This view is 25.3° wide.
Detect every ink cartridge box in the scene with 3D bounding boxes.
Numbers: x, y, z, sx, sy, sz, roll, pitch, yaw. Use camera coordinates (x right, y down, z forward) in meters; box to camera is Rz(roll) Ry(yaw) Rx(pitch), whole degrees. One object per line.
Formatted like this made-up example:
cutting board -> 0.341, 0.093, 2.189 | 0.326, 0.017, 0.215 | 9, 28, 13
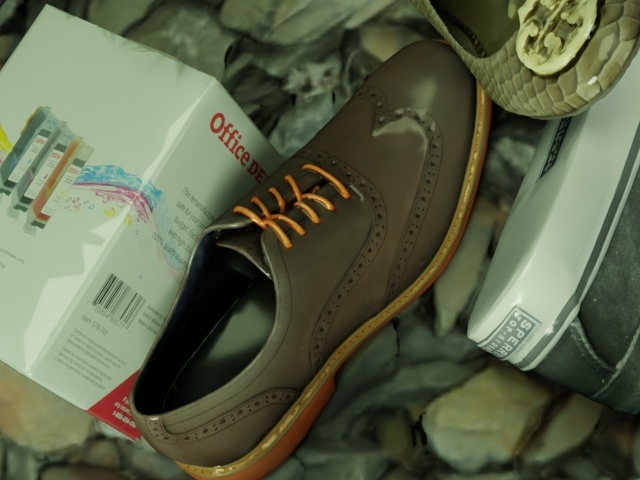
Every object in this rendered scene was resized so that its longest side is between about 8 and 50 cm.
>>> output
ink cartridge box -> -0.121, -0.010, 0.765 | 0.127, 0.128, 0.176 | 27, 78, 28

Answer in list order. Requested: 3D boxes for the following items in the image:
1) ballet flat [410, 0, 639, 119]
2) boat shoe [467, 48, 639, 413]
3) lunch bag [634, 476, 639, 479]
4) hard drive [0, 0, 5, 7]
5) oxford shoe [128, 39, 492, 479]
ballet flat -> 0.085, -0.128, 0.712 | 0.084, 0.058, 0.250 | -50, 27, 12
boat shoe -> 0.174, -0.057, 0.697 | 0.102, 0.108, 0.301 | 29, 64, -4
lunch bag -> 0.137, 0.151, 0.571 | 0.219, 0.176, 0.090 | -32, 60, 4
hard drive -> -0.249, -0.240, 0.807 | 0.339, 0.237, 0.064 | -50, 43, 13
oxford shoe -> 0.000, 0.000, 0.731 | 0.097, 0.098, 0.271 | 26, 78, 29
